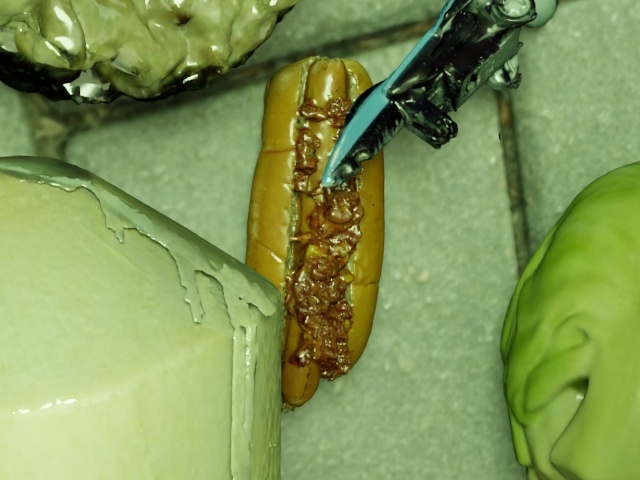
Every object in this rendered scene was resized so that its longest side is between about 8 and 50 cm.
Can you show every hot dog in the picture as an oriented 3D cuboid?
[{"bbox_3d":[0.000,0.000,0.926,0.102,0.076,0.249,0,104,-29],"label":"hot dog"}]

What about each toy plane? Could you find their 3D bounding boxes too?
[{"bbox_3d":[0.085,-0.115,0.888,0.246,0.078,0.169,-55,164,-27],"label":"toy plane"}]

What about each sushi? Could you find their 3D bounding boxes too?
[{"bbox_3d":[-0.170,-0.191,0.738,0.350,0.171,0.211,17,96,-29],"label":"sushi"}]

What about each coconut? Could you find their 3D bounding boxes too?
[{"bbox_3d":[-0.159,0.098,0.765,0.323,0.323,0.323,-7,108,-23],"label":"coconut"}]

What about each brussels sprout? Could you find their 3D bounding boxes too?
[{"bbox_3d":[0.282,0.079,0.989,0.328,0.247,0.328,-6,104,-25],"label":"brussels sprout"}]
